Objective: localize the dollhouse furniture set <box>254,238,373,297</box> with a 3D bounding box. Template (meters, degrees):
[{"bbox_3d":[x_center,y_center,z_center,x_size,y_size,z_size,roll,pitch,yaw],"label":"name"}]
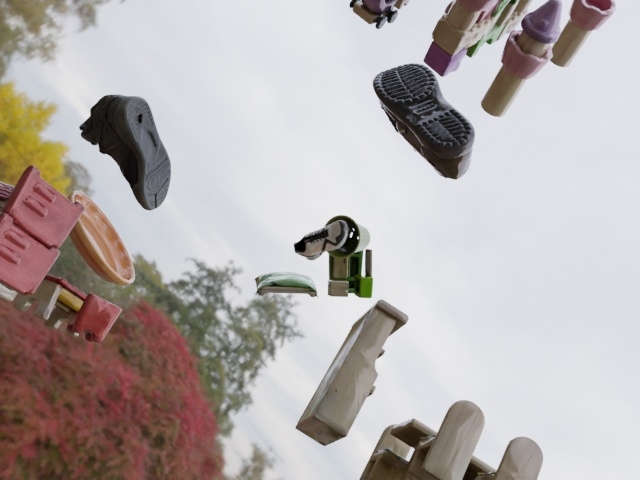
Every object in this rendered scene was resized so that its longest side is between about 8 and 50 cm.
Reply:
[{"bbox_3d":[-0.022,0.067,1.912,0.197,0.302,0.151,-175,-94,-83],"label":"dollhouse furniture set"}]

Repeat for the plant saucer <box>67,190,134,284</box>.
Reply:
[{"bbox_3d":[-0.417,0.001,1.346,0.200,0.037,0.200,60,1,-2],"label":"plant saucer"}]

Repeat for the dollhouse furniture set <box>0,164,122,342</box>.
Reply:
[{"bbox_3d":[-0.432,0.029,1.124,0.201,0.152,0.374,14,-22,26],"label":"dollhouse furniture set"}]

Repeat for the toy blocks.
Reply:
[{"bbox_3d":[0.268,-0.400,1.059,0.309,0.288,0.260,41,-38,15],"label":"toy blocks"}]

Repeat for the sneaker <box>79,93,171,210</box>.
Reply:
[{"bbox_3d":[-0.348,-0.162,1.293,0.130,0.087,0.227,17,-42,29],"label":"sneaker"}]

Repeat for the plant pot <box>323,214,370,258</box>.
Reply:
[{"bbox_3d":[0.057,-0.006,1.397,0.083,0.083,0.079,44,19,23],"label":"plant pot"}]

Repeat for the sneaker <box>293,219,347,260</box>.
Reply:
[{"bbox_3d":[0.000,0.000,1.175,0.109,0.044,0.040,-36,-127,35],"label":"sneaker"}]

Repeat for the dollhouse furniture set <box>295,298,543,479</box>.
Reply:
[{"bbox_3d":[0.120,0.212,0.861,0.242,0.161,0.212,33,-26,-1],"label":"dollhouse furniture set"}]

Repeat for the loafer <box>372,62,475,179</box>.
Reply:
[{"bbox_3d":[0.206,-0.247,1.509,0.366,0.134,0.130,-110,-176,-47],"label":"loafer"}]
